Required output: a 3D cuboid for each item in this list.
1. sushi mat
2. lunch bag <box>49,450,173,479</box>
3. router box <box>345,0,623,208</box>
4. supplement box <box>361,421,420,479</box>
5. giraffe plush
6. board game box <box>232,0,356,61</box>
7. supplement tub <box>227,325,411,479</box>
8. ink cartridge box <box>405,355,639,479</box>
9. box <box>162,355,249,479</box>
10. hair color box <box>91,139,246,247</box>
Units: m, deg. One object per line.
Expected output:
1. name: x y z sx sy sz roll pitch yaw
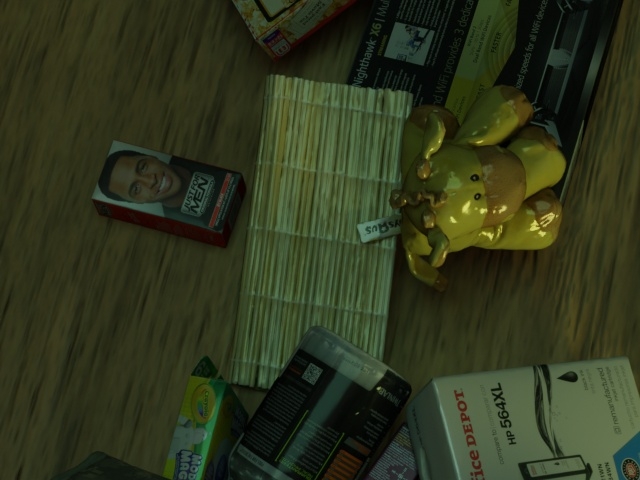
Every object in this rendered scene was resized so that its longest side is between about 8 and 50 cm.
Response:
1. sushi mat: 0.000 0.000 1.845 0.151 0.019 0.316 6 87 6
2. lunch bag: -0.148 0.360 1.621 0.235 0.287 0.169 13 22 38
3. router box: 0.167 -0.187 1.930 0.243 0.081 0.308 16 70 10
4. supplement box: 0.073 0.221 1.782 0.043 0.055 0.083 33 74 14
5. giraffe plush: 0.129 -0.052 1.743 0.210 0.170 0.181 -31 85 0
6. board game box: -0.009 -0.298 1.958 0.193 0.045 0.146 -36 51 7
7. supplement tub: -0.009 0.185 1.759 0.117 0.117 0.190 32 86 15
8. ink cartridge box: 0.198 0.197 1.738 0.203 0.086 0.148 -5 67 -19
9. box: -0.111 0.207 1.773 0.043 0.105 0.179 7 68 13
10. hair color box: -0.154 -0.048 1.914 0.141 0.043 0.072 14 70 10
